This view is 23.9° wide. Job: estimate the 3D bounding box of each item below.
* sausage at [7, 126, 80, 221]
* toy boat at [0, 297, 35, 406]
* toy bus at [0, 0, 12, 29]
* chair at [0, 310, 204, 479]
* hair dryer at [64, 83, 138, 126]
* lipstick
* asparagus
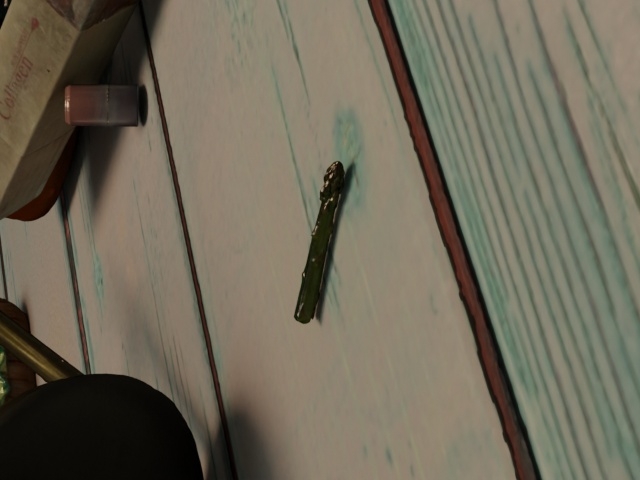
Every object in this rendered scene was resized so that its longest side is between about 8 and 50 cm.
[{"bbox_3d":[-0.287,-0.135,1.540,0.348,0.094,0.097,118,141,-51],"label":"sausage"},{"bbox_3d":[-0.395,0.200,1.848,0.108,0.099,0.293,120,151,-54],"label":"toy boat"},{"bbox_3d":[-0.394,-0.297,1.768,0.165,0.133,0.271,-142,56,-70],"label":"toy bus"},{"bbox_3d":[-0.329,0.204,1.135,0.410,0.364,0.362,14,92,32],"label":"chair"},{"bbox_3d":[-0.193,-0.126,1.351,0.114,0.063,0.037,-112,23,-76],"label":"hair dryer"},{"bbox_3d":[-0.250,-0.151,1.362,0.076,0.080,0.371,45,138,7],"label":"lipstick"},{"bbox_3d":[0.000,0.000,0.889,0.015,0.014,0.114,-121,36,-52],"label":"asparagus"}]
